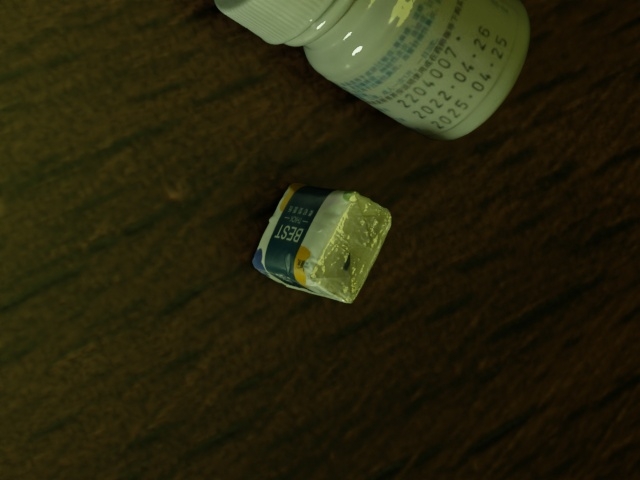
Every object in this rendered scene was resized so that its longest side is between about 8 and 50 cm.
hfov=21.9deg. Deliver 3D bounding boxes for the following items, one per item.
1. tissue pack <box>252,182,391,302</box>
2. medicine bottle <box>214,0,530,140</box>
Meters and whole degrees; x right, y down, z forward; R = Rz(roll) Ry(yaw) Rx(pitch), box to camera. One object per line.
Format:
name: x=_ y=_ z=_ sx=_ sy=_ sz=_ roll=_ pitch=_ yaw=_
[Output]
tissue pack: x=0.000 y=0.000 z=0.980 sx=0.042 sy=0.083 sz=0.062 roll=32 pitch=82 yaw=-26
medicine bottle: x=0.032 y=-0.137 z=0.967 sx=0.168 sy=0.105 sz=0.105 roll=29 pitch=83 yaw=-28
